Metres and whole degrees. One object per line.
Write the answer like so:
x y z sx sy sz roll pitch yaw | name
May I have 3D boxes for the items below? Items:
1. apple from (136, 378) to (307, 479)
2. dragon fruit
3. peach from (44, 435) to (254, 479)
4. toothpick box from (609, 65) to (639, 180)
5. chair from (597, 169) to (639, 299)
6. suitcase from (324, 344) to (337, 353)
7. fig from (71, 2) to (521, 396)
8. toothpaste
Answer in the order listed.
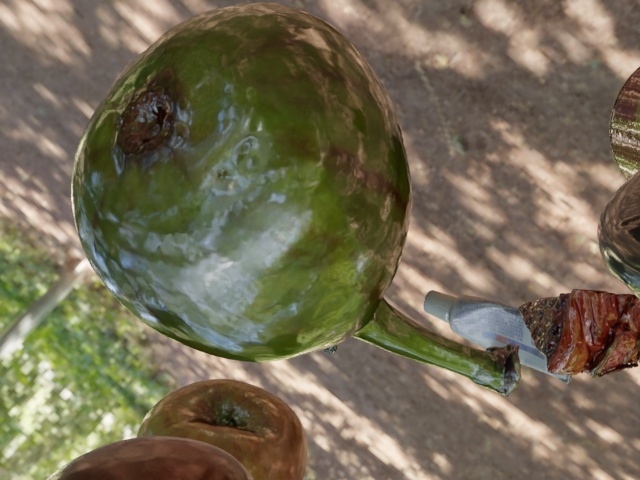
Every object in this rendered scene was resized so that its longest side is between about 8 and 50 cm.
-0.148 0.328 1.683 0.260 0.260 0.194 29 130 34 | apple
0.322 0.115 1.271 0.192 0.092 0.122 7 165 -35 | dragon fruit
-0.158 0.295 0.966 0.252 0.252 0.252 36 162 14 | peach
0.479 -0.110 1.247 0.204 0.204 0.333 45 -175 -13 | toothpick box
0.388 0.124 0.749 0.362 0.364 0.410 -74 -37 -69 | chair
0.006 0.025 0.967 0.086 0.059 0.126 -104 -9 -53 | suitcase
0.000 0.000 0.532 0.151 0.151 0.259 24 171 42 | fig
0.301 0.147 1.887 0.282 0.068 0.099 20 158 31 | toothpaste
